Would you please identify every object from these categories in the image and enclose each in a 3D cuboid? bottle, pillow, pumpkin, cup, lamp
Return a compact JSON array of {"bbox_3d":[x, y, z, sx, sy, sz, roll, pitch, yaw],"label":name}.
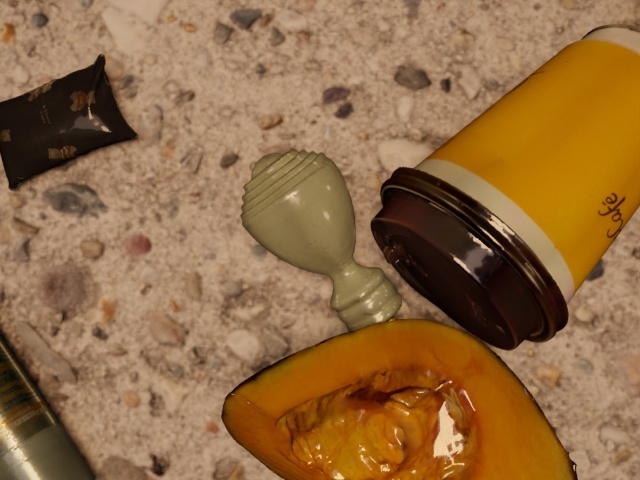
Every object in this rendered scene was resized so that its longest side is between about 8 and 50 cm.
[{"bbox_3d":[-0.329,0.142,0.598,0.082,0.082,0.286,-36,86,0],"label":"bottle"},{"bbox_3d":[-0.268,-0.121,0.628,0.150,0.048,0.090,-22,78,5],"label":"pillow"},{"bbox_3d":[0.068,0.170,0.578,0.312,0.148,0.169,31,51,-6],"label":"pumpkin"},{"bbox_3d":[0.193,-0.049,0.545,0.280,0.196,0.196,-43,86,-9],"label":"cup"},{"bbox_3d":[0.000,0.000,0.591,0.106,0.106,0.193,-34,96,0],"label":"lamp"}]
